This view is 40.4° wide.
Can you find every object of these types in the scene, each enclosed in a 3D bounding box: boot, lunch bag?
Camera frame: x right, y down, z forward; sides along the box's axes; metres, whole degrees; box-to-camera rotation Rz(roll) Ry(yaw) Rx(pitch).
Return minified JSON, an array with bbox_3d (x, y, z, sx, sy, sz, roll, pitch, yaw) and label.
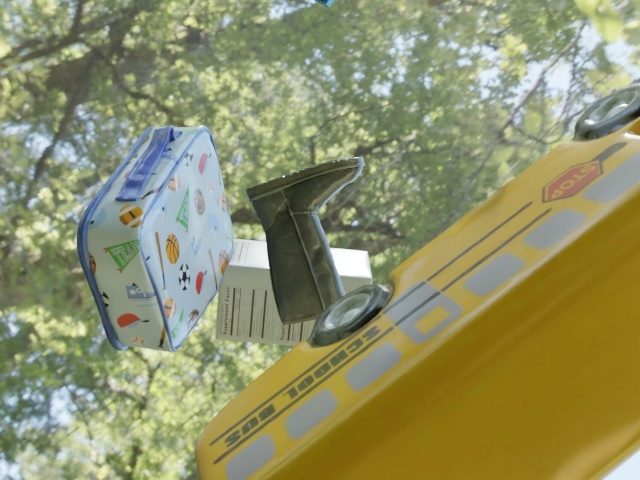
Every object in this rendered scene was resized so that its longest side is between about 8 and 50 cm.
[{"bbox_3d":[0.001,-0.001,1.239,0.189,0.076,0.208,-19,-87,7],"label":"boot"},{"bbox_3d":[-0.215,-0.016,1.185,0.115,0.303,0.243,-1,-53,14],"label":"lunch bag"}]

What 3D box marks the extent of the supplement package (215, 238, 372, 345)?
[{"bbox_3d":[-0.045,0.089,1.450,0.244,0.139,0.134,5,-72,-1],"label":"supplement package"}]

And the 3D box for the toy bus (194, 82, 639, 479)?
[{"bbox_3d":[0.102,0.045,0.423,0.108,0.332,0.130,54,-4,-15],"label":"toy bus"}]

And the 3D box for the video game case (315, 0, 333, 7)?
[{"bbox_3d":[-0.023,-0.366,1.047,0.166,0.015,0.119,34,-92,19],"label":"video game case"}]
